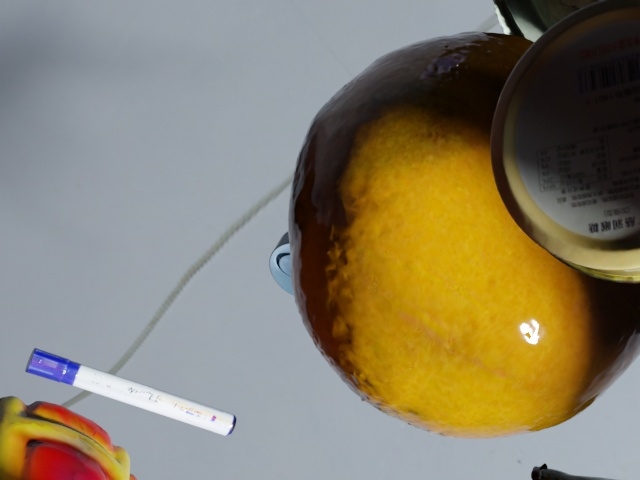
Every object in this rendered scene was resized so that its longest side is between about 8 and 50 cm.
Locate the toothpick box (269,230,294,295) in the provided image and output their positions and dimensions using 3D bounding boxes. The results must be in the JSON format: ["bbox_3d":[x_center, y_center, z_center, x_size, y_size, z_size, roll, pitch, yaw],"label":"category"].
[{"bbox_3d":[0.000,0.000,1.425,0.101,0.153,0.101,13,130,15],"label":"toothpick box"}]

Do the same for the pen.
[{"bbox_3d":[-0.235,0.192,1.240,0.269,0.033,0.033,21,89,-12],"label":"pen"}]

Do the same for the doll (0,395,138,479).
[{"bbox_3d":[-0.137,0.203,0.394,0.182,0.363,0.160,38,111,-23],"label":"doll"}]

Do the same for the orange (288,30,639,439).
[{"bbox_3d":[0.088,-0.002,0.582,0.240,0.171,0.240,7,68,-17],"label":"orange"}]

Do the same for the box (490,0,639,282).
[{"bbox_3d":[0.116,-0.037,0.368,0.105,0.037,0.106,-7,77,35],"label":"box"}]

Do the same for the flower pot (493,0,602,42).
[{"bbox_3d":[0.268,-0.242,0.661,0.290,0.259,0.290,0,81,0],"label":"flower pot"}]

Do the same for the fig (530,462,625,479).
[{"bbox_3d":[0.268,0.244,0.818,0.126,0.185,0.133,2,119,-17],"label":"fig"}]
